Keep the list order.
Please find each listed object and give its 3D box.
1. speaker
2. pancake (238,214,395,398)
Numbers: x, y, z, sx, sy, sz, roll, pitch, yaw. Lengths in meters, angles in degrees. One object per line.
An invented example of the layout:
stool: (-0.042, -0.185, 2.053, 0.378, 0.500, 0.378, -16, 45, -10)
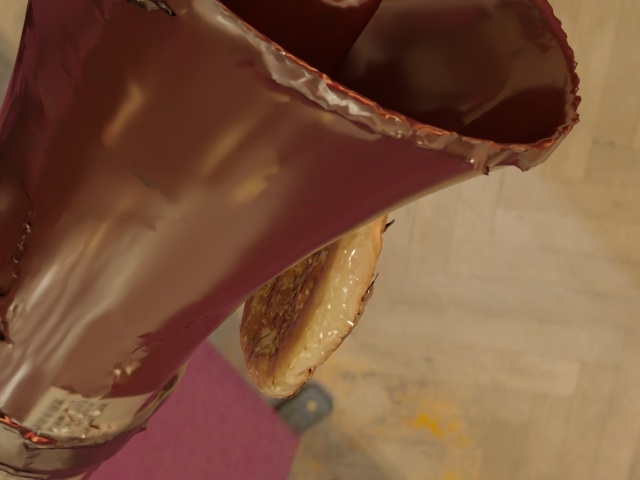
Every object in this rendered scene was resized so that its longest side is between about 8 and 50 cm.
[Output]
speaker: (-0.100, 0.010, 0.471, 0.198, 0.259, 0.329, 46, 115, 11)
pancake: (0.001, 0.000, 1.528, 0.071, 0.382, 0.382, 22, 119, -12)
